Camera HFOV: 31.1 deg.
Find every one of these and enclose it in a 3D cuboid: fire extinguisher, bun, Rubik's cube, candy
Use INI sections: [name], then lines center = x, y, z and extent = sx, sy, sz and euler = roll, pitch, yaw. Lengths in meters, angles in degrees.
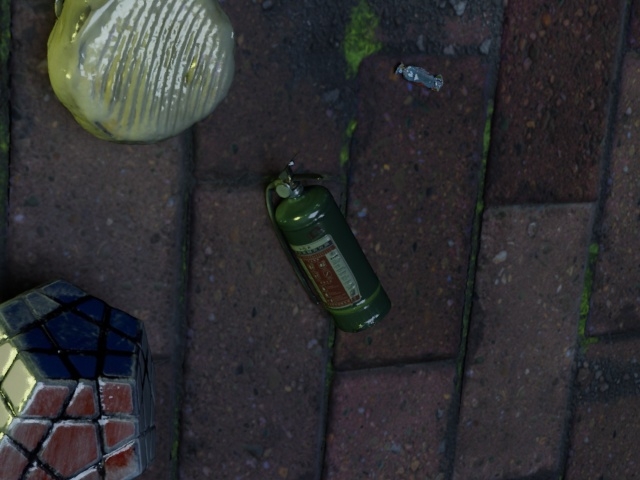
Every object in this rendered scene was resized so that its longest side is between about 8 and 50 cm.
[fire extinguisher]
center = 0.000, 0.000, 1.657
extent = 0.294, 0.118, 0.093
euler = 60, 39, -28
[bun]
center = -0.229, -0.237, 1.432
extent = 0.239, 0.141, 0.239
euler = -12, 116, -26
[Rubik's cube]
center = -0.345, 0.205, 1.425
extent = 0.319, 0.319, 0.264
euler = 8, 127, -31
[candy]
center = 0.148, -0.245, 1.707
extent = 0.083, 0.020, 0.030
euler = 21, 94, -30
